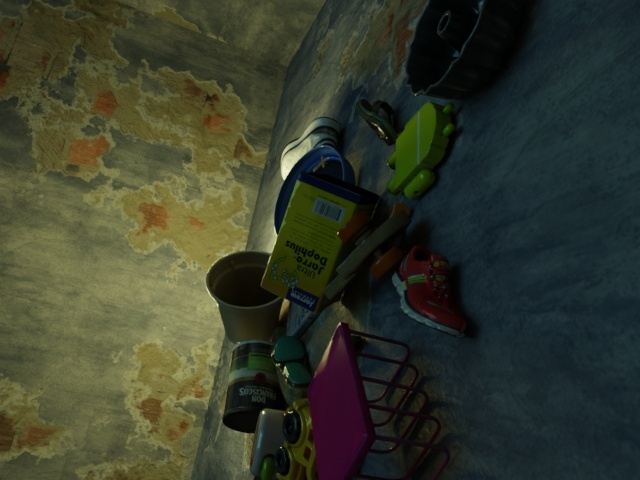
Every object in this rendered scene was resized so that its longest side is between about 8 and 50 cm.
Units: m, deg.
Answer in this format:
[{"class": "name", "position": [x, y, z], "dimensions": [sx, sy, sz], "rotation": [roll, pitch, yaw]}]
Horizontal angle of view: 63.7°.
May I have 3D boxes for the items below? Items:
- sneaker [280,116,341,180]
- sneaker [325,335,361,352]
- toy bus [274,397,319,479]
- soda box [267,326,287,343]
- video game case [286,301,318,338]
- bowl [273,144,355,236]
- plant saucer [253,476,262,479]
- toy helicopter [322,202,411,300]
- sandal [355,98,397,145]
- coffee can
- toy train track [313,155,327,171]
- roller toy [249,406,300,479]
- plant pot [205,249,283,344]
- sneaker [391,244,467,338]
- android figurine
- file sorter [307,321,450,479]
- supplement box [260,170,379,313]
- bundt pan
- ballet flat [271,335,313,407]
[{"class": "sneaker", "position": [-0.069, -0.294, 2.140], "dimensions": [0.447, 0.169, 0.257], "rotation": [-42, 34, 56]}, {"class": "sneaker", "position": [0.066, 0.302, 1.394], "dimensions": [0.188, 0.066, 0.071], "rotation": [131, 133, -65]}, {"class": "toy bus", "position": [0.005, 0.529, 1.259], "dimensions": [0.211, 0.150, 0.220], "rotation": [23, 99, 57]}, {"class": "soda box", "position": [-0.176, 0.416, 2.029], "dimensions": [0.061, 0.058, 0.181], "rotation": [-91, 23, -43]}, {"class": "video game case", "position": [-0.051, 0.171, 1.897], "dimensions": [0.300, 0.036, 0.328], "rotation": [124, 156, -46]}, {"class": "bowl", "position": [-0.023, -0.145, 1.842], "dimensions": [0.391, 0.077, 0.390], "rotation": [-28, 52, 42]}, {"class": "plant saucer", "position": [-0.201, 0.878, 1.730], "dimensions": [0.198, 0.036, 0.198], "rotation": [-165, 90, -73]}, {"class": "toy helicopter", "position": [0.111, 0.040, 1.286], "dimensions": [0.235, 0.140, 0.355], "rotation": [-35, -12, -41]}, {"class": "sandal", "position": [0.188, -0.364, 1.543], "dimensions": [0.086, 0.120, 0.302], "rotation": [-41, 27, 10]}, {"class": "coffee can", "position": [-0.240, 0.531, 1.879], "dimensions": [0.201, 0.202, 0.275], "rotation": [123, 156, -44]}, {"class": "toy train track", "position": [0.002, -0.263, 1.794], "dimensions": [0.083, 0.014, 0.048], "rotation": [-36, 53, 45]}, {"class": "roller toy", "position": [-0.124, 0.607, 1.543], "dimensions": [0.191, 0.146, 0.209], "rotation": [120, 160, -68]}, {"class": "plant pot", "position": [-0.287, 0.259, 2.105], "dimensions": [0.333, 0.334, 0.305], "rotation": [-95, 7, -49]}, {"class": "sneaker", "position": [0.217, 0.087, 1.020], "dimensions": [0.118, 0.107, 0.279], "rotation": [-63, 20, 17]}, {"class": "android figurine", "position": [0.248, -0.230, 1.283], "dimensions": [0.273, 0.056, 0.248], "rotation": [130, 151, -54]}, {"class": "file sorter", "position": [0.104, 0.343, 1.004], "dimensions": [0.290, 0.182, 0.202], "rotation": [-103, 32, -59]}, {"class": "supplement box", "position": [0.000, 0.000, 1.497], "dimensions": [0.194, 0.195, 0.356], "rotation": [-11, -57, -68]}, {"class": "bundt pan", "position": [0.323, -0.460, 1.137], "dimensions": [0.331, 0.124, 0.330], "rotation": [-164, 90, -74]}, {"class": "ballet flat", "position": [-0.095, 0.433, 1.688], "dimensions": [0.348, 0.123, 0.123], "rotation": [-131, 59, -70]}]
